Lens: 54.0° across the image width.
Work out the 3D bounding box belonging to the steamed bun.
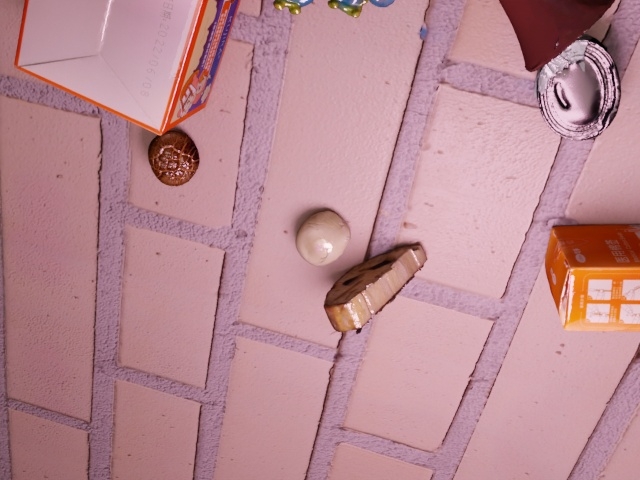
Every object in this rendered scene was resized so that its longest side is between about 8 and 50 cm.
[{"bbox_3d":[0.000,0.000,1.431,0.112,0.091,0.130,45,116,-9],"label":"steamed bun"}]

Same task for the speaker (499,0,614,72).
[{"bbox_3d":[0.318,-0.444,1.047,0.329,0.259,0.198,40,133,-11],"label":"speaker"}]

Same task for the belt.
[{"bbox_3d":[0.484,-0.293,1.194,0.151,0.078,0.199,-7,116,20],"label":"belt"}]

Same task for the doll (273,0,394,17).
[{"bbox_3d":[0.025,-0.553,1.106,0.346,0.099,0.341,-38,122,11],"label":"doll"}]

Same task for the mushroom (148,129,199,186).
[{"bbox_3d":[-0.333,-0.184,1.418,0.109,0.085,0.126,-20,115,19],"label":"mushroom"}]

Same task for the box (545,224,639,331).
[{"bbox_3d":[0.640,0.071,1.253,0.341,0.225,0.144,-1,113,12],"label":"box"}]

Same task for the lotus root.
[{"bbox_3d":[0.106,0.103,1.414,0.170,0.260,0.075,-10,116,52],"label":"lotus root"}]

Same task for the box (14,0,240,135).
[{"bbox_3d":[-0.348,-0.444,1.202,0.318,0.257,0.349,23,117,-1],"label":"box"}]
